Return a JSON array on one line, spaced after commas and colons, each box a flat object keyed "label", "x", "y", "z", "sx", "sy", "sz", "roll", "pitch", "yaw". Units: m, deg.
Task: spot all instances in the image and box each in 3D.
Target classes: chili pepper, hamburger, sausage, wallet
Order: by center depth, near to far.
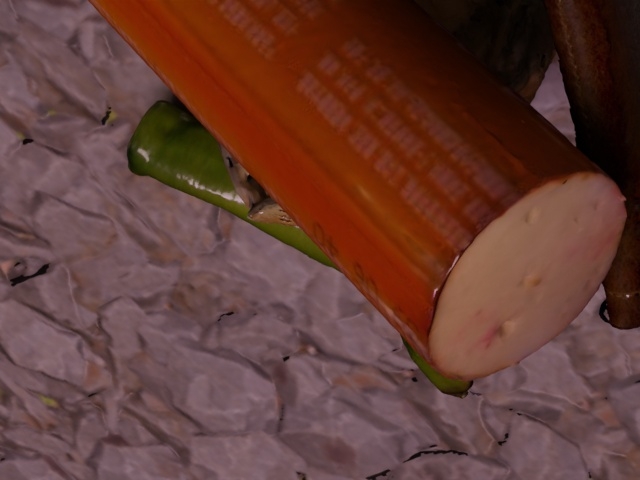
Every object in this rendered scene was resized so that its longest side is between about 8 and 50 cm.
[{"label": "wallet", "x": 0.121, "y": -0.105, "z": 0.714, "sx": 0.031, "sy": 0.137, "sz": 0.255, "roll": 11, "pitch": 133, "yaw": 38}, {"label": "sausage", "x": -0.017, "y": -0.081, "z": 0.756, "sx": 0.312, "sy": 0.093, "sz": 0.093, "roll": 47, "pitch": 144, "yaw": 33}, {"label": "hamburger", "x": 0.016, "y": -0.046, "z": 0.836, "sx": 0.176, "sy": 0.102, "sz": 0.087, "roll": -10, "pitch": 135, "yaw": 31}, {"label": "chili pepper", "x": 0.000, "y": 0.000, "z": 0.917, "sx": 0.201, "sy": 0.050, "sz": 0.052, "roll": 36, "pitch": 177, "yaw": -3}]
